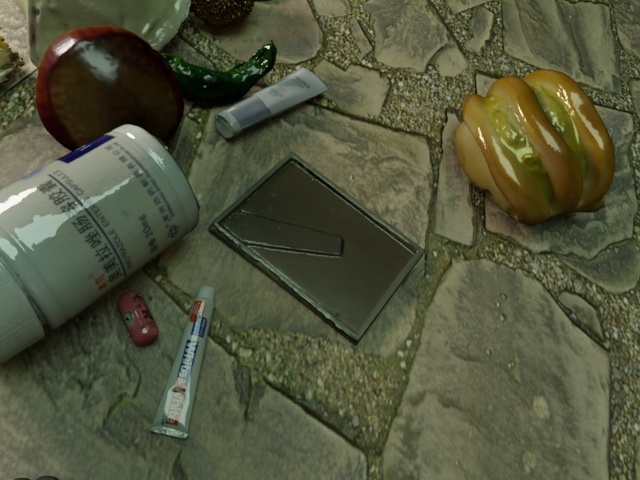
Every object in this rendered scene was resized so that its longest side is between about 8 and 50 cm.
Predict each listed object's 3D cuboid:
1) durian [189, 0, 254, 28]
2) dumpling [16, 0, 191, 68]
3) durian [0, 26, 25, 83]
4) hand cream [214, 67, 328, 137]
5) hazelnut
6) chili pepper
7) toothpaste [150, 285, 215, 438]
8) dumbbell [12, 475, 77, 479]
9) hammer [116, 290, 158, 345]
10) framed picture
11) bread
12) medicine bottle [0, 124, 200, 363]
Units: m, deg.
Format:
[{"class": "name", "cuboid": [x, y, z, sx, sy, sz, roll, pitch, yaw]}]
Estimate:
[{"class": "durian", "cuboid": [-0.210, -0.522, 1.134, 0.158, 0.137, 0.168, 2, 72, 9]}, {"class": "dumpling", "cuboid": [-0.399, -0.484, 1.006, 0.315, 0.233, 0.395, 8, 77, -16]}, {"class": "durian", "cuboid": [-0.699, -0.316, 0.900, 0.305, 0.186, 0.195, -40, 53, -22]}, {"class": "hand cream", "cuboid": [-0.091, -0.271, 1.059, 0.079, 0.048, 0.255, 44, 58, 14]}, {"class": "hazelnut", "cuboid": [-0.343, -0.243, 0.898, 0.229, 0.229, 0.230, 7, 59, -11]}, {"class": "chili pepper", "cuboid": [-0.215, -0.316, 1.015, 0.278, 0.065, 0.122, -3, 98, -20]}, {"class": "toothpaste", "cuboid": [-0.189, 0.170, 0.786, 0.052, 0.033, 0.218, 11, 62, -3]}, {"class": "dumbbell", "cuboid": [-0.427, 0.267, 0.576, 0.406, 0.179, 0.179, 29, 57, 3]}, {"class": "hammer", "cuboid": [-0.266, 0.112, 0.790, 0.043, 0.043, 0.083, -21, 67, -25]}, {"class": "framed picture", "cuboid": [0.000, 0.000, 0.940, 0.315, 0.024, 0.232, 38, 58, 8]}, {"class": "bread", "cuboid": [0.407, -0.192, 1.053, 0.270, 0.211, 0.316, -7, 59, -18]}, {"class": "medicine bottle", "cuboid": [-0.352, -0.003, 0.747, 0.190, 0.190, 0.332, 42, 58, 11]}]
